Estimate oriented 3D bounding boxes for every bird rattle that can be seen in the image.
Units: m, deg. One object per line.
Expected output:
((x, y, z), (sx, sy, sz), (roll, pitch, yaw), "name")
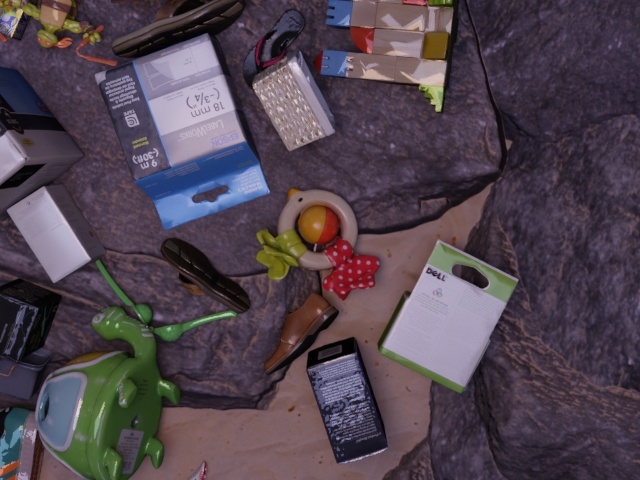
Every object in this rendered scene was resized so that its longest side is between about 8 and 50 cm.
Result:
((0.000, 0.000, 1.879), (0.254, 0.143, 0.206), (11, 80, -3), "bird rattle")

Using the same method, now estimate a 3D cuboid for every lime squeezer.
((-0.333, 0.141, 1.931), (0.310, 0.059, 0.110), (20, 96, 0), "lime squeezer")

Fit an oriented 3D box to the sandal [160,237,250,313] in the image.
((-0.241, 0.082, 1.921), (0.219, 0.090, 0.060), (38, 118, -10), "sandal")

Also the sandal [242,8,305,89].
((-0.097, -0.382, 1.877), (0.067, 0.040, 0.179), (35, 96, -3), "sandal")

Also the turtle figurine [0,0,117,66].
((-0.494, -0.458, 1.827), (0.270, 0.087, 0.217), (21, 99, 0), "turtle figurine")

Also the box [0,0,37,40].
((-0.594, -0.487, 1.871), (0.059, 0.054, 0.169), (26, 95, -2), "box")

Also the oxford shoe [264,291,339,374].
((-0.052, 0.189, 1.919), (0.076, 0.076, 0.212), (46, 110, 16), "oxford shoe")

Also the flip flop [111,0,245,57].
((-0.284, -0.434, 1.854), (0.277, 0.112, 0.080), (-18, 81, 8), "flip flop")

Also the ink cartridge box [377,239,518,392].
((0.255, 0.148, 1.899), (0.189, 0.097, 0.255), (27, 94, -1), "ink cartridge box")

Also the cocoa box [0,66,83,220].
((-0.639, -0.177, 1.758), (0.231, 0.347, 0.228), (-37, 94, 5), "cocoa box")

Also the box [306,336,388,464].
((0.053, 0.318, 1.893), (0.108, 0.153, 0.207), (-18, 96, 3), "box")

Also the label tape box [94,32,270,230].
((-0.266, -0.209, 1.868), (0.241, 0.106, 0.333), (-19, 95, 4), "label tape box")

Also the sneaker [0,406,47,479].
((-0.653, 0.491, 1.956), (0.121, 0.108, 0.302), (11, 88, 1), "sneaker")

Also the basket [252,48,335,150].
((-0.052, -0.271, 1.840), (0.103, 0.113, 0.167), (-25, 109, 10), "basket")

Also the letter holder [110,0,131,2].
((-0.255, -0.533, 1.751), (0.302, 0.214, 0.152), (-9, 112, -2), "letter holder")

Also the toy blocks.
((0.130, -0.449, 1.814), (0.261, 0.191, 0.381), (8, 97, 12), "toy blocks")

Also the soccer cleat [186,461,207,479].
((-0.262, 0.502, 1.982), (0.036, 0.029, 0.083), (18, 101, -5), "soccer cleat")

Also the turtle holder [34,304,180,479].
((-0.433, 0.311, 1.862), (0.228, 0.243, 0.320), (11, 110, 21), "turtle holder")

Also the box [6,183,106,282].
((-0.522, -0.017, 1.881), (0.091, 0.130, 0.170), (-31, 94, 3), "box")

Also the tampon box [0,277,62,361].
((-0.604, 0.157, 1.886), (0.101, 0.161, 0.120), (22, 95, -1), "tampon box")

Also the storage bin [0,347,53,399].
((-0.631, 0.268, 1.938), (0.135, 0.098, 0.091), (15, 107, 0), "storage bin")
